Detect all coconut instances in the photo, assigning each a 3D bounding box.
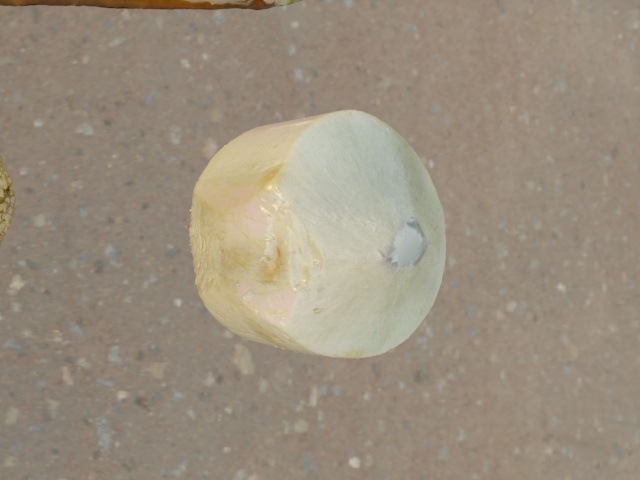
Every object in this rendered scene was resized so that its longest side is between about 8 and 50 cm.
[{"bbox_3d":[0.000,-0.004,0.927,0.241,0.241,0.241,5,83,-45],"label":"coconut"}]

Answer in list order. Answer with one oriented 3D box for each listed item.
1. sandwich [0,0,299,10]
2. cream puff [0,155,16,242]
[{"bbox_3d":[-0.108,-0.136,0.520,0.187,0.144,0.117,34,31,-6],"label":"sandwich"},{"bbox_3d":[-0.680,-0.096,1.748,0.327,0.231,0.343,22,27,-21],"label":"cream puff"}]
